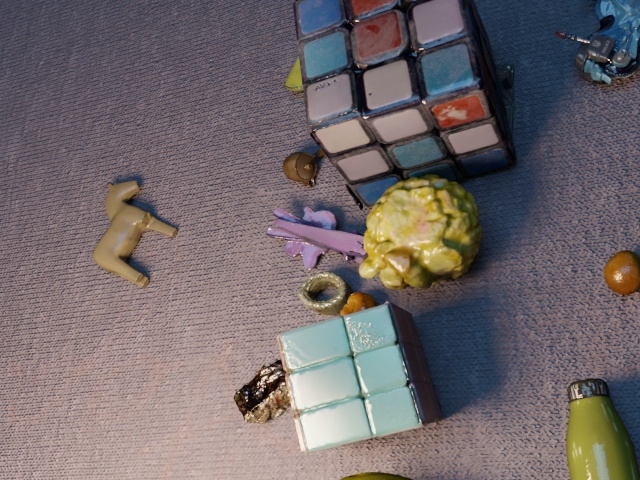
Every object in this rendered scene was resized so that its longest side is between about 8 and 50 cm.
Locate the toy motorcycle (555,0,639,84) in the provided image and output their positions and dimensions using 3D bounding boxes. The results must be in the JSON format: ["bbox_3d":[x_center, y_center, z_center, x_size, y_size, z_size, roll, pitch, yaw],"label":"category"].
[{"bbox_3d":[0.604,-0.456,1.730,0.182,0.123,0.272,23,77,19],"label":"toy motorcycle"}]

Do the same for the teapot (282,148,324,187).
[{"bbox_3d":[-0.030,-0.172,1.915,0.080,0.085,0.110,5,37,48],"label":"teapot"}]

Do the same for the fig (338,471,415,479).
[{"bbox_3d":[0.119,0.511,1.439,0.271,0.239,0.239,-12,59,-14],"label":"fig"}]

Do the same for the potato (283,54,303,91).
[{"bbox_3d":[-0.002,-0.427,2.013,0.119,0.054,0.198,39,90,31],"label":"potato"}]

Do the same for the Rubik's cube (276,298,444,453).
[{"bbox_3d":[0.075,0.253,1.544,0.231,0.221,0.225,-17,76,14],"label":"Rubik's cube"}]

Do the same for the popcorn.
[{"bbox_3d":[0.198,-0.004,1.642,0.259,0.212,0.259,-13,65,29],"label":"popcorn"}]

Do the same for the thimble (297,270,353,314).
[{"bbox_3d":[0.010,0.113,1.754,0.109,0.062,0.085,-12,63,18],"label":"thimble"}]

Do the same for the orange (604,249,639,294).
[{"bbox_3d":[0.561,0.058,1.535,0.085,0.085,0.085,-9,64,19],"label":"orange"}]

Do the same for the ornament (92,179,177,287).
[{"bbox_3d":[-0.467,-0.031,2.023,0.244,0.061,0.230,23,76,26],"label":"ornament"}]

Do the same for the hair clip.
[{"bbox_3d":[0.010,0.004,1.798,0.278,0.090,0.137,16,87,36],"label":"hair clip"}]

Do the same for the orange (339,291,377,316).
[{"bbox_3d":[0.083,0.150,1.706,0.086,0.062,0.086,-36,41,38],"label":"orange"}]

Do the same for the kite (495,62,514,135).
[{"bbox_3d":[0.310,-0.278,1.836,0.314,0.011,0.335,-45,57,0],"label":"kite"}]

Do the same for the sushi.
[{"bbox_3d":[-0.099,0.308,1.697,0.150,0.090,0.078,-38,55,5],"label":"sushi"}]

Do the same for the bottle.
[{"bbox_3d":[0.475,0.366,1.412,0.112,0.112,0.260,-12,63,18],"label":"bottle"}]

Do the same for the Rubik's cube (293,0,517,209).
[{"bbox_3d":[0.177,-0.321,1.703,0.358,0.362,0.363,-15,61,21],"label":"Rubik's cube"}]
